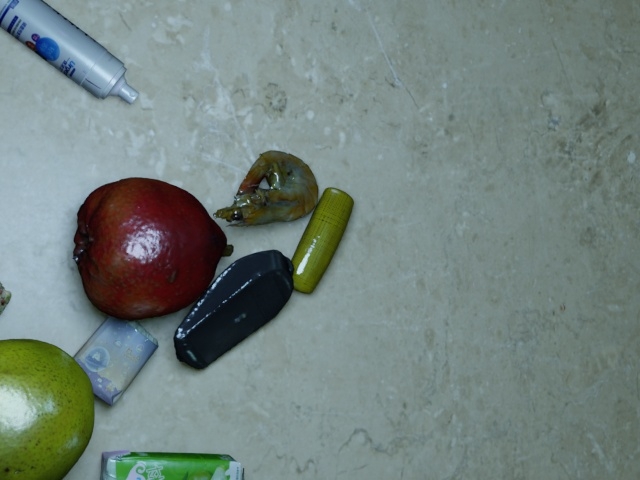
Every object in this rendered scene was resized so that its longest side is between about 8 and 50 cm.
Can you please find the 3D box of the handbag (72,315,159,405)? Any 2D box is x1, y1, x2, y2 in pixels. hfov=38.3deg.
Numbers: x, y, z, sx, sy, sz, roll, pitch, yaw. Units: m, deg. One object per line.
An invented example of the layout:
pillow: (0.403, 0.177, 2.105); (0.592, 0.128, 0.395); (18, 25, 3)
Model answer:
handbag: (-0.388, 0.213, 1.744); (0.117, 0.095, 0.173); (40, 76, -13)

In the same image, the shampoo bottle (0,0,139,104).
shampoo bottle: (-0.481, -0.364, 1.766); (0.303, 0.092, 0.092); (38, 73, -14)

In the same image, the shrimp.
shrimp: (-0.111, -0.104, 1.850); (0.287, 0.063, 0.152); (-15, 89, -46)

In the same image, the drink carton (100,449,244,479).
drink carton: (-0.283, 0.482, 1.748); (0.271, 0.108, 0.161); (6, 83, -20)

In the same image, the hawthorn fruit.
hawthorn fruit: (-0.302, 0.020, 1.715); (0.307, 0.265, 0.265); (8, 82, -36)

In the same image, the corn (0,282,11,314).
corn: (-0.663, 0.169, 1.650); (0.086, 0.086, 0.253); (43, 73, -12)

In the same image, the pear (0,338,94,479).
pear: (-0.533, 0.315, 1.584); (0.294, 0.294, 0.294); (2, 84, -20)

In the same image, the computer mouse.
computer mouse: (-0.176, 0.124, 1.806); (0.295, 0.168, 0.087); (-39, 59, -13)

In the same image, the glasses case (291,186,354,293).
glasses case: (0.000, 0.000, 1.924); (0.079, 0.064, 0.234); (27, 77, -10)
